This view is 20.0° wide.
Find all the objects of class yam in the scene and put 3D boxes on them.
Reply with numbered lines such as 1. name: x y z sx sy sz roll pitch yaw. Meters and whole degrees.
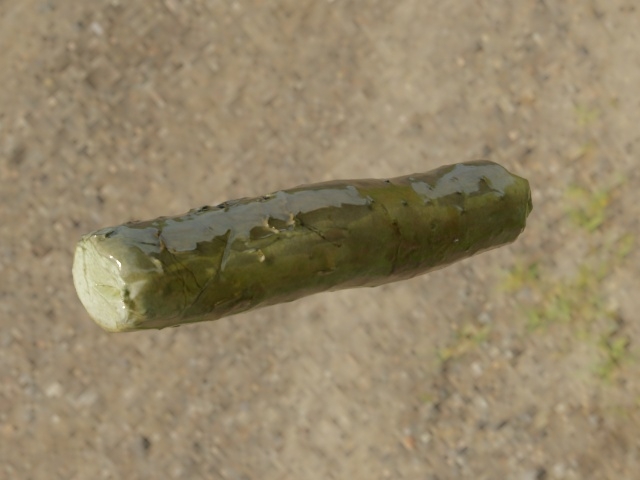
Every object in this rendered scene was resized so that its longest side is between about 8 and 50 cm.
1. yam: 0.000 0.000 1.033 0.317 0.067 0.071 -12 19 -40
